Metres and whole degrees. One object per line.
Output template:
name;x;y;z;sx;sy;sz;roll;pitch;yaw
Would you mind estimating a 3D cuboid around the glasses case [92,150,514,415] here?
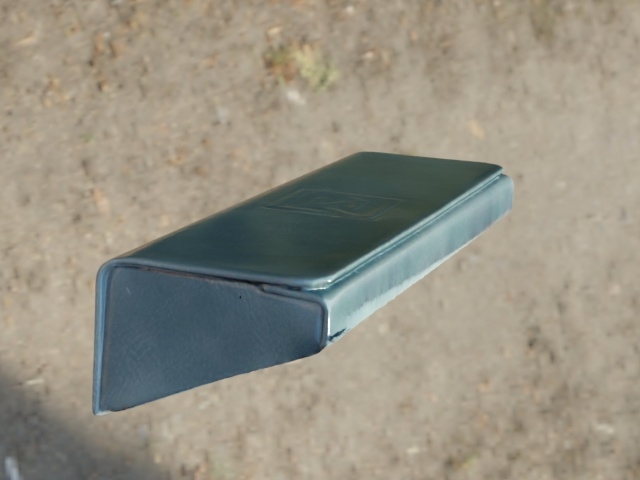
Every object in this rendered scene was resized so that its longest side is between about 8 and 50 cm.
glasses case;0.000;0.000;0.669;0.056;0.105;0.266;69;23;-4
